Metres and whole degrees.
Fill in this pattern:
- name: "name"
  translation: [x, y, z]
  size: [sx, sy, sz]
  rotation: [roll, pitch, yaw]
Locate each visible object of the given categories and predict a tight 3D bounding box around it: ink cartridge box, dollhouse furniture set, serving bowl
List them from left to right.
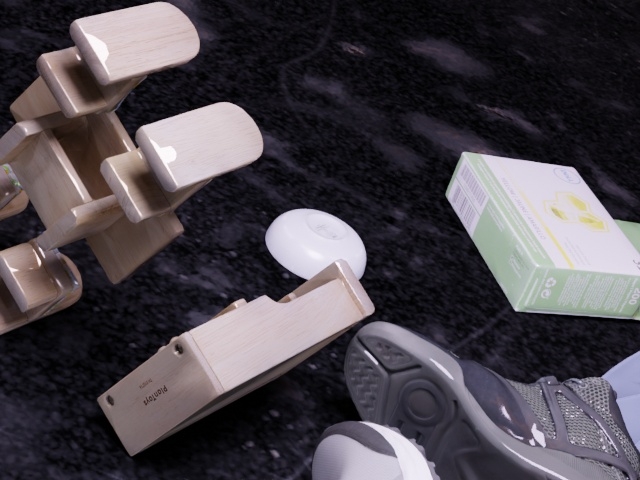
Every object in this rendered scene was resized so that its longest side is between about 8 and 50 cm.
- name: "dollhouse furniture set"
  translation: [-0.105, -0.009, 1.082]
  size: [0.161, 0.212, 0.242]
  rotation: [-24, 80, -50]
- name: "serving bowl"
  translation: [0.000, 0.000, 1.310]
  size: [0.083, 0.027, 0.083]
  rotation: [18, 31, -11]
- name: "ink cartridge box"
  translation: [0.244, 0.002, 1.452]
  size: [0.235, 0.056, 0.171]
  rotation: [5, 34, -25]

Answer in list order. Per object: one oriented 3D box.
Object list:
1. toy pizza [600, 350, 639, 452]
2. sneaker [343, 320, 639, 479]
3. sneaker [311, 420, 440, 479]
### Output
- name: "toy pizza"
  translation: [0.287, 0.115, 1.222]
  size: [0.201, 0.032, 0.201]
  rotation: [-20, 16, 6]
- name: "sneaker"
  translation: [0.125, 0.123, 1.145]
  size: [0.227, 0.087, 0.130]
  rotation: [32, 29, 9]
- name: "sneaker"
  translation: [0.012, 0.194, 0.940]
  size: [0.108, 0.100, 0.271]
  rotation: [11, 32, -11]
